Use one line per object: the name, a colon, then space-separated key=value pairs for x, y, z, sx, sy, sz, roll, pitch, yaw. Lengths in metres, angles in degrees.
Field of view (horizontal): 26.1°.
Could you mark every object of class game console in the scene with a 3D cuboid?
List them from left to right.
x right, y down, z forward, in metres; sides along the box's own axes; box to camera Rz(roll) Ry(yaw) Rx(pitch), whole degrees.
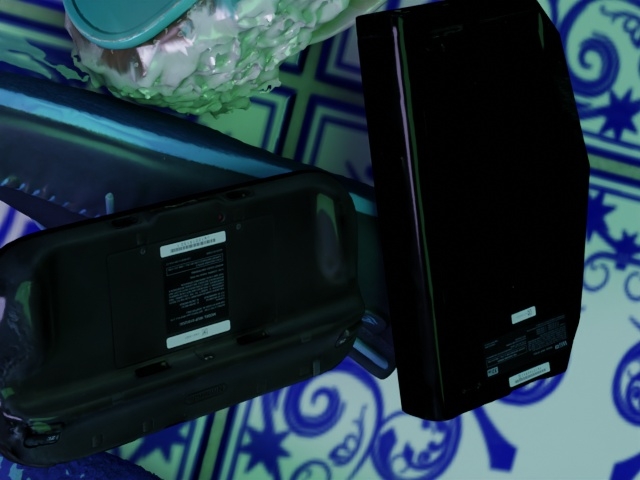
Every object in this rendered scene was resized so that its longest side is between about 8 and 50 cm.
game console: x=0.000 y=0.000 z=0.675 sx=0.361 sy=0.044 sz=0.213 roll=-16 pitch=105 yaw=-35

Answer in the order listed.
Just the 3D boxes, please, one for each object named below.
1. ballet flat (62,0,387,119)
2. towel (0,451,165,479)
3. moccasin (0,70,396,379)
ballet flat: x=0.046 y=-0.208 z=0.690 sx=0.409 sy=0.147 sz=0.147 roll=-37 pitch=115 yaw=13
towel: x=-0.110 y=0.243 z=0.792 sx=0.308 sy=0.076 sz=0.227 roll=30 pitch=96 yaw=-26
moccasin: x=-0.070 y=0.002 z=0.719 sx=0.342 sy=0.138 sz=0.117 roll=18 pitch=98 yaw=-25
